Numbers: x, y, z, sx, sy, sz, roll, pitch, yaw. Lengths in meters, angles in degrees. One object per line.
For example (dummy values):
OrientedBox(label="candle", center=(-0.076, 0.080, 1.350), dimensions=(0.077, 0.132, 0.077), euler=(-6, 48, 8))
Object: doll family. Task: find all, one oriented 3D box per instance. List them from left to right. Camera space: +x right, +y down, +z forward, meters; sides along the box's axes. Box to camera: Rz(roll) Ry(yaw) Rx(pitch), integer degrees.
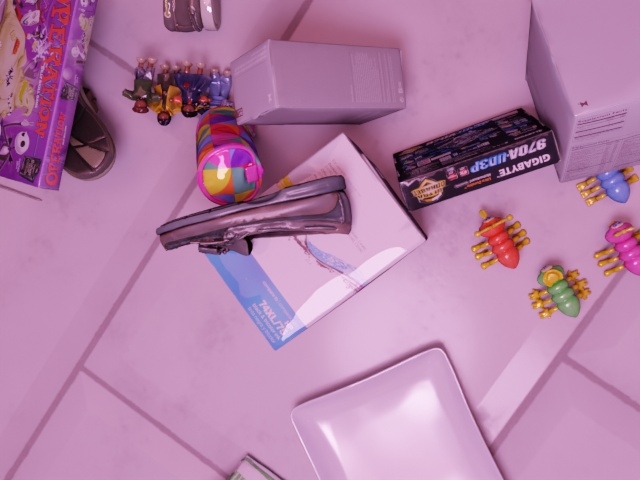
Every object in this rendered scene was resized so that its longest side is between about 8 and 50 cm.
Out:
OrientedBox(label="doll family", center=(-0.231, -0.239, 1.108), dimensions=(0.193, 0.076, 0.111), euler=(5, 87, 7))

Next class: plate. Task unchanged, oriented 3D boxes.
OrientedBox(label="plate", center=(0.128, 0.348, 1.068), dimensions=(0.278, 0.045, 0.277), euler=(-25, 86, 8))

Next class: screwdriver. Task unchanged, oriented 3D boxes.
OrientedBox(label="screwdriver", center=(-0.587, -0.102, 1.200), dimensions=(0.170, 0.024, 0.025), euler=(14, 65, 3))

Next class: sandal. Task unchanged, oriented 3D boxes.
OrientedBox(label="sandal", center=(-0.433, -0.217, 1.128), dimensions=(0.120, 0.086, 0.302), euler=(-30, 70, 3))

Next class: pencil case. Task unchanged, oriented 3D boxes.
OrientedBox(label="pencil case", center=(-0.142, -0.137, 1.008), dimensions=(0.105, 0.236, 0.104), euler=(-4, 118, -8))

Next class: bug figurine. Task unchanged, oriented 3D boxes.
OrientedBox(label="bug figurine", center=(0.386, -0.007, 1.007), dimensions=(0.279, 0.072, 0.216), euler=(-33, 86, 8))

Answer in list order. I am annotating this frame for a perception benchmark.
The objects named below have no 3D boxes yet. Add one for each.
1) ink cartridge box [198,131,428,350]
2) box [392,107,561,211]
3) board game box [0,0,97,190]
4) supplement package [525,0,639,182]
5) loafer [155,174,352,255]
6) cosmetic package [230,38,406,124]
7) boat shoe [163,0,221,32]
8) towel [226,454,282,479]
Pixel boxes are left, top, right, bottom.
OrientedBox(label="ink cartridge box", center=(0.000, 0.000, 1.009), dimensions=(0.270, 0.198, 0.197), euler=(-37, 84, 9))
OrientedBox(label="box", center=(0.221, -0.124, 0.978), dimensions=(0.221, 0.175, 0.051), euler=(-19, 109, 9))
OrientedBox(label="board game box", center=(-0.473, -0.270, 1.062), dimensions=(0.208, 0.056, 0.346), euler=(14, 94, 23))
OrientedBox(label="supplement package", center=(0.386, -0.220, 0.909), dimensions=(0.150, 0.203, 0.194), euler=(-14, 68, 10))
OrientedBox(label="loafer", center=(-0.088, -0.016, 0.880), dimensions=(0.268, 0.096, 0.084), euler=(-15, 93, 8))
OrientedBox(label="cosmetic package", center=(-0.002, -0.230, 0.980), dimensions=(0.127, 0.238, 0.107), euler=(-5, 89, 54))
OrientedBox(label="boat shoe", center=(-0.227, -0.499, 1.083), dimensions=(0.091, 0.109, 0.304), euler=(-4, 94, 5))
OrientedBox(label="towel", center=(-0.107, 0.514, 0.996), dimensions=(0.248, 0.325, 0.038), euler=(33, 131, 7))
